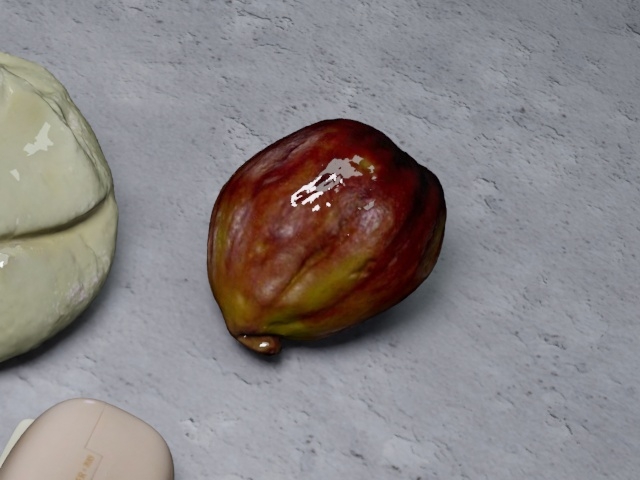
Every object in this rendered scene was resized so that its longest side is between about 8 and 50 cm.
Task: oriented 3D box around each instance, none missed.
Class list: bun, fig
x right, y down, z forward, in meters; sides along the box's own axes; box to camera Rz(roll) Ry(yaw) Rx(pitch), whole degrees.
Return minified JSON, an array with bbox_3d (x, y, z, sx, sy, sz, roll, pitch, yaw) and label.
[{"bbox_3d":[-0.363,-0.056,1.297,0.365,0.219,0.365,7,46,-7],"label":"bun"},{"bbox_3d":[0.004,-0.012,1.377,0.263,0.224,0.224,-26,59,-28],"label":"fig"}]

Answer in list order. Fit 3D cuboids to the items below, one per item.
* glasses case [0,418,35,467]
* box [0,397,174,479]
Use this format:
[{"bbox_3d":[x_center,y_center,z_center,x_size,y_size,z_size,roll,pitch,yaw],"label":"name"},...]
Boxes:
[{"bbox_3d":[-0.265,0.193,1.224,0.032,0.021,0.083,22,46,-3],"label":"glasses case"},{"bbox_3d":[-0.203,0.224,1.161,0.146,0.088,0.200,26,44,-5],"label":"box"}]
